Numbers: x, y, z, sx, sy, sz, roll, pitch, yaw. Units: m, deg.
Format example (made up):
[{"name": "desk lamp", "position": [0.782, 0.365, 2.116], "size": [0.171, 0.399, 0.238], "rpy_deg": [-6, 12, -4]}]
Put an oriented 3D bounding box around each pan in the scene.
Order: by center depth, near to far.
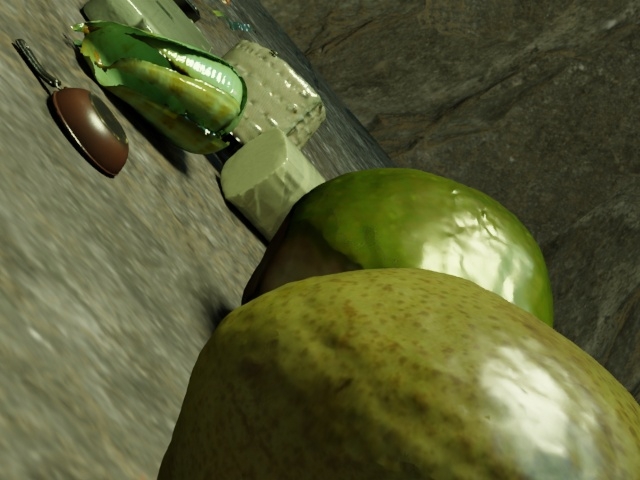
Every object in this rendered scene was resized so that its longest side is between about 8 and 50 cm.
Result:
[{"name": "pan", "position": [-0.163, -0.094, 0.891], "size": [0.115, 0.023, 0.068], "rpy_deg": [54, 9, 7]}]

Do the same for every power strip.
[{"name": "power strip", "position": [-0.162, -0.202, 1.298], "size": [0.118, 0.046, 0.270], "rpy_deg": [48, 10, -12]}]

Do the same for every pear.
[{"name": "pear", "position": [0.049, 0.121, 0.536], "size": [0.211, 0.188, 0.228], "rpy_deg": [53, 13, 30]}]

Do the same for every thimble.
[{"name": "thimble", "position": [-0.064, -0.123, 1.275], "size": [0.115, 0.090, 0.102], "rpy_deg": [33, -17, 29]}]

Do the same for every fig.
[{"name": "fig", "position": [0.059, 0.072, 0.830], "size": [0.206, 0.206, 0.275], "rpy_deg": [49, 6, -21]}]

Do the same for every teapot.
[{"name": "teapot", "position": [0.000, 0.000, 1.225], "size": [0.200, 0.077, 0.107], "rpy_deg": [47, 13, -34]}]

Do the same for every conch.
[{"name": "conch", "position": [-0.124, -0.121, 1.085], "size": [0.170, 0.079, 0.106], "rpy_deg": [22, 22, -45]}]

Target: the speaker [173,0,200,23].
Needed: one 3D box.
[{"name": "speaker", "position": [-0.212, -0.314, 1.512], "size": [0.191, 0.046, 0.040], "rpy_deg": [49, 9, -22]}]

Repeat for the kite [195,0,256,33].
[{"name": "kite", "position": [-0.184, -0.327, 1.500], "size": [0.310, 0.015, 0.169], "rpy_deg": [16, 47, -56]}]
